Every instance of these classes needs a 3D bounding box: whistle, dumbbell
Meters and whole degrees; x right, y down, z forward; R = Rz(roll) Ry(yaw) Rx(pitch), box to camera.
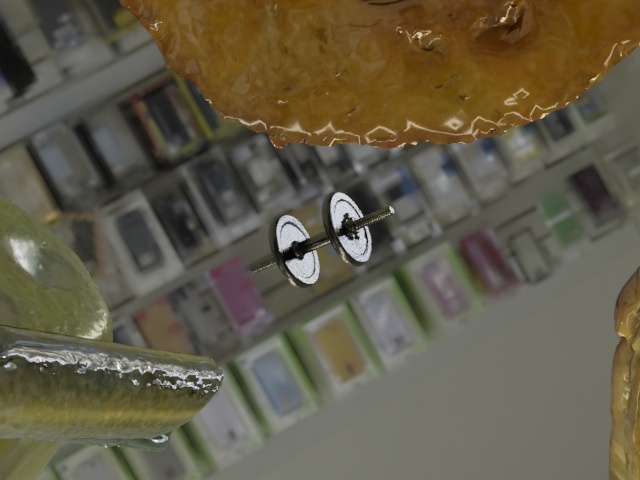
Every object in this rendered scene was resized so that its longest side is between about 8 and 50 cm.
[{"bbox_3d":[-0.170,0.076,0.857,0.326,0.057,0.068,15,110,-55],"label":"whistle"},{"bbox_3d":[0.000,0.000,1.396,0.147,0.069,0.069,-24,-176,27],"label":"dumbbell"}]

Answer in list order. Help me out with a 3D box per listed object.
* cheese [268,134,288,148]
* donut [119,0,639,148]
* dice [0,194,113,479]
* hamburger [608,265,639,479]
[{"bbox_3d":[-0.045,-0.120,1.197,0.017,0.111,0.047,-2,-146,43],"label":"cheese"},{"bbox_3d":[0.035,-0.178,0.622,0.277,0.277,0.108,-28,-179,26],"label":"donut"},{"bbox_3d":[-0.288,0.091,1.052,0.238,0.227,0.233,-54,177,19],"label":"dice"},{"bbox_3d":[0.323,0.085,0.978,0.284,0.304,0.174,-17,-150,-19],"label":"hamburger"}]
